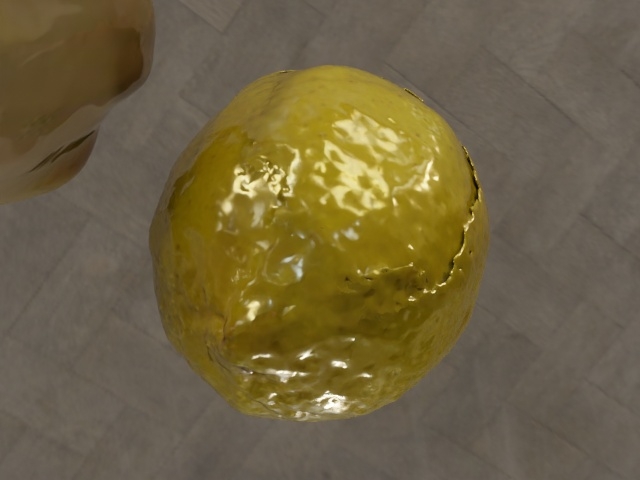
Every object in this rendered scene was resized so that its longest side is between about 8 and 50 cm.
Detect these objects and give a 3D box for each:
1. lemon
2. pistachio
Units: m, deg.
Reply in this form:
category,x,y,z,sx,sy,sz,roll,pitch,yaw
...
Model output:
category,x,y,z,sx,sy,sz,roll,pitch,yaw
lemon,0.000,0.000,0.681,0.204,0.260,0.204,9,123,14
pistachio,-0.195,-0.112,0.578,0.163,0.260,0.212,10,110,22
